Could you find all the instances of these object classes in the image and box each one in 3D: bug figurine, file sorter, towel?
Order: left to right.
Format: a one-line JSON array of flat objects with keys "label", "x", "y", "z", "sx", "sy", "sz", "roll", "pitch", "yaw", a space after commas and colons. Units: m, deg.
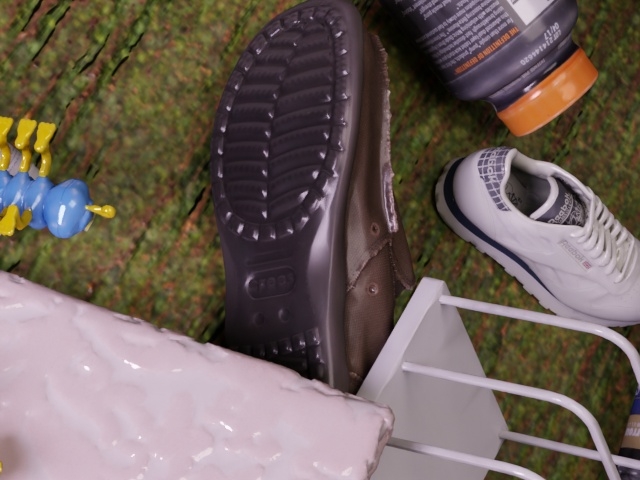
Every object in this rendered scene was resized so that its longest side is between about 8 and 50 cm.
[{"label": "bug figurine", "x": -0.267, "y": 0.045, "z": 1.293, "sx": 0.216, "sy": 0.072, "sz": 0.279, "roll": 13, "pitch": 64, "yaw": 16}, {"label": "towel", "x": -0.154, "y": 0.191, "z": 1.288, "sx": 0.332, "sy": 0.053, "sz": 0.317, "roll": 19, "pitch": 60, "yaw": 6}, {"label": "file sorter", "x": 0.112, "y": 0.204, "z": 1.417, "sx": 0.277, "sy": 0.173, "sz": 0.193, "roll": -58, "pitch": 142, "yaw": -29}]

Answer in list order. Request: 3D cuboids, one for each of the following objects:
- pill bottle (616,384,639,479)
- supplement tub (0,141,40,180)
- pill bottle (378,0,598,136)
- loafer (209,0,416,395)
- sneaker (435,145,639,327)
[{"label": "pill bottle", "x": 0.313, "y": 0.153, "z": 1.614, "sx": 0.123, "sy": 0.123, "sz": 0.219, "roll": 22, "pitch": 79, "yaw": -24}, {"label": "supplement tub", "x": -0.255, "y": -0.054, "z": 1.380, "sx": 0.107, "sy": 0.071, "sz": 0.071, "roll": 39, "pitch": 60, "yaw": -14}, {"label": "pill bottle", "x": 0.121, "y": -0.204, "z": 1.611, "sx": 0.130, "sy": 0.130, "sz": 0.245, "roll": -43, "pitch": 100, "yaw": -32}, {"label": "loafer", "x": 0.000, "y": 0.000, "z": 1.500, "sx": 0.130, "sy": 0.134, "sz": 0.366, "roll": 13, "pitch": 78, "yaw": -52}, {"label": "sneaker", "x": 0.207, "y": -0.001, "z": 1.626, "sx": 0.235, "sy": 0.095, "sz": 0.090, "roll": 28, "pitch": 62, "yaw": -23}]
